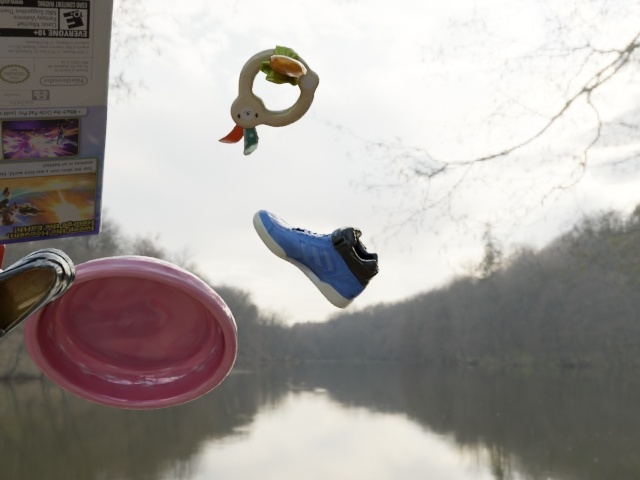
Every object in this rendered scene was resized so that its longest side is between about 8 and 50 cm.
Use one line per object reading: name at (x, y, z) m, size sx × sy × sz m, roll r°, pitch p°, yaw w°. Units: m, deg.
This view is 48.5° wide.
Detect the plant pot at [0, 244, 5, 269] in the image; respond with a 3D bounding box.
plant pot at (-0.688, 0.085, 1.109) m, size 0.267 × 0.267 × 0.236 m, roll 21°, pitch 10°, yaw 39°

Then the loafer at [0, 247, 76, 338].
loafer at (-0.304, 0.065, 0.641) m, size 0.170 × 0.062 × 0.061 m, roll -40°, pitch 10°, yaw -9°

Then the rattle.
rattle at (-0.090, -0.201, 1.110) m, size 0.200 × 0.142 × 0.130 m, roll -42°, pitch -56°, yaw 13°

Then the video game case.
video game case at (-0.303, -0.097, 0.540) m, size 0.270 × 0.061 × 0.244 m, roll -7°, pitch -44°, yaw -27°

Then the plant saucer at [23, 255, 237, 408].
plant saucer at (-0.301, 0.144, 1.157) m, size 0.332 × 0.084 × 0.332 m, roll -2°, pitch -51°, yaw -2°

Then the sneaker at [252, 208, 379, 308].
sneaker at (0.000, 0.000, 0.806) m, size 0.084 × 0.152 × 0.058 m, roll -47°, pitch -1°, yaw 22°

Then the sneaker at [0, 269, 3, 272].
sneaker at (-0.415, 0.013, 0.812) m, size 0.134 × 0.070 × 0.051 m, roll 21°, pitch 10°, yaw -22°
